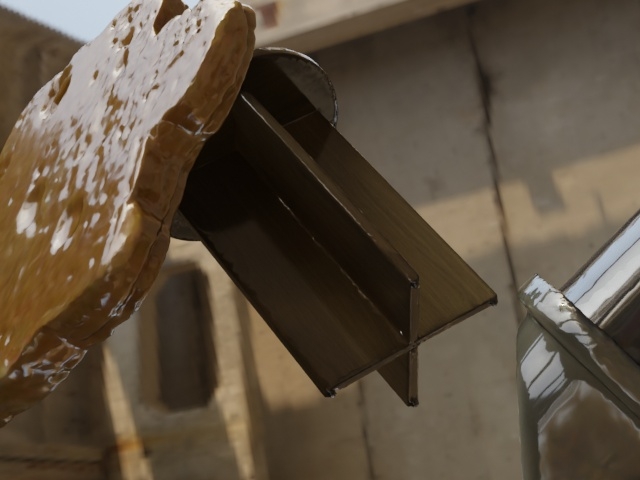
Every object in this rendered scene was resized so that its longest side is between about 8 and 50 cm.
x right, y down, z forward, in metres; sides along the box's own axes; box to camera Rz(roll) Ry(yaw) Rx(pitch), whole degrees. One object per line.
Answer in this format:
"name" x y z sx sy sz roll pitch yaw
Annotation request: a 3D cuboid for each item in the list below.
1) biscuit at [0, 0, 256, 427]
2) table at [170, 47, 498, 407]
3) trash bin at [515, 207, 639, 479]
"biscuit" -0.156 -0.019 0.916 0.051 0.376 0.269 28 -140 -28
"table" 0.000 0.000 0.991 0.226 0.167 0.167 48 -173 35
"trash bin" 0.199 0.030 0.607 0.182 0.290 0.209 43 -176 9
